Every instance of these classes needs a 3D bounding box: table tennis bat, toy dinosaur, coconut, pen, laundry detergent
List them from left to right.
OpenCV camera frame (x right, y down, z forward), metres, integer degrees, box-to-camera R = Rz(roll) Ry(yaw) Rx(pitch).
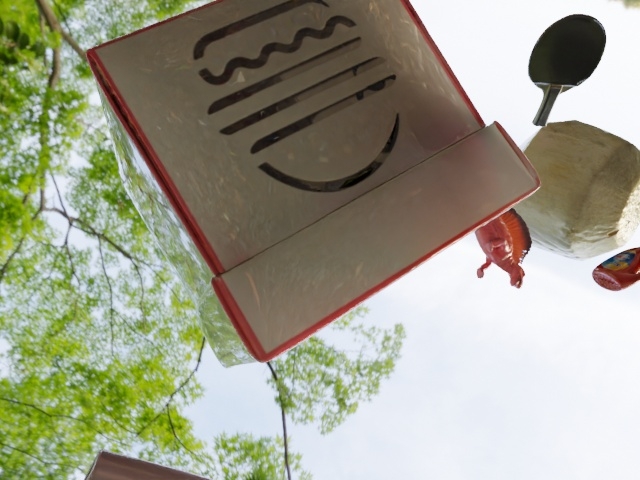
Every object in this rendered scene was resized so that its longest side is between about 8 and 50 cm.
[{"bbox_3d":[-0.094,0.219,0.471,0.197,0.053,0.032,27,-159,-17],"label":"pen"},{"bbox_3d":[0.326,-0.048,1.064,0.138,0.070,0.286,-14,-103,-25],"label":"toy dinosaur"},{"bbox_3d":[0.317,-0.222,0.758,0.095,0.158,0.014,1,-136,-6],"label":"table tennis bat"},{"bbox_3d":[0.695,-0.151,1.627,0.344,0.415,0.415,-16,-120,-39],"label":"coconut"},{"bbox_3d":[0.673,0.049,1.227,0.165,0.049,0.097,-28,-156,-14],"label":"laundry detergent"}]

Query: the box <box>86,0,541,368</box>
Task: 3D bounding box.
[{"bbox_3d":[-0.030,-0.066,0.627,0.314,0.312,0.300,-30,-94,-19],"label":"box"}]
